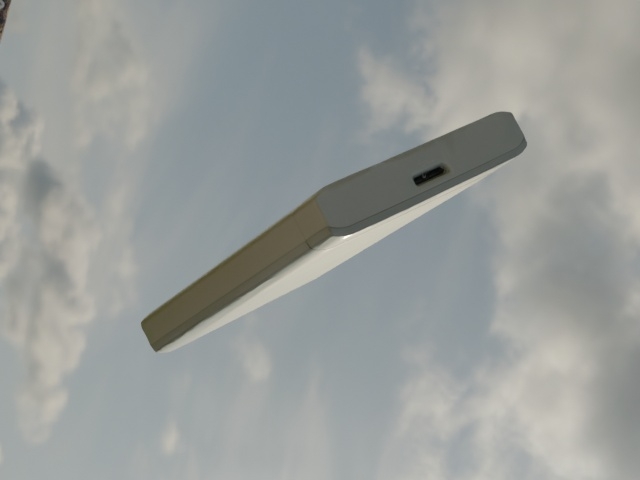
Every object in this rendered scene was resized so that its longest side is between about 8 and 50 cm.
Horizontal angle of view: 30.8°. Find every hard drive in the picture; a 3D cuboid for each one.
[{"bbox_3d":[0.000,0.000,1.071,0.353,0.233,0.047,-32,-96,54],"label":"hard drive"}]

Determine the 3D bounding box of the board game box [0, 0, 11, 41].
[{"bbox_3d":[-0.294,-0.049,0.526,0.232,0.141,0.291,8,-98,27],"label":"board game box"}]
